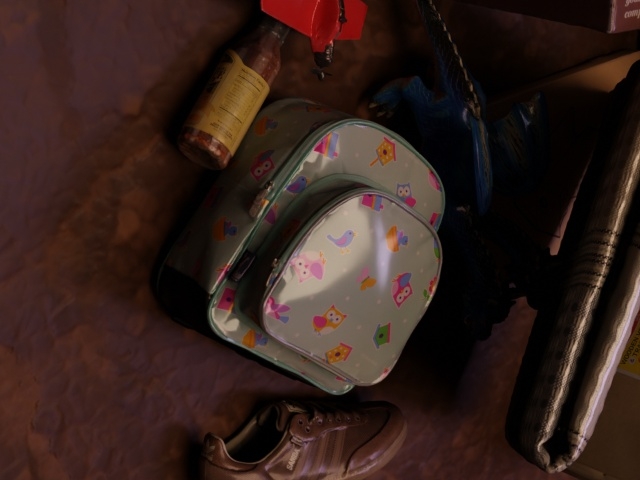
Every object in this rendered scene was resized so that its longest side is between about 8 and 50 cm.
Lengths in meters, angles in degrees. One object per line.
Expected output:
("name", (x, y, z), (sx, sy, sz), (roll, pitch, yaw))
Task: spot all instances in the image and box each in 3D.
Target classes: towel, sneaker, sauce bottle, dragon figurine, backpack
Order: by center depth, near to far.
("sauce bottle", (-0.054, -0.110, 1.191), (0.042, 0.042, 0.128), (46, 63, -41))
("backpack", (0.000, 0.000, 1.211), (0.166, 0.144, 0.188), (31, 80, -38))
("dragon figurine", (0.114, -0.071, 1.275), (0.085, 0.144, 0.289), (-24, 126, -36))
("towel", (0.213, 0.014, 1.297), (0.312, 0.056, 0.324), (58, 50, -85))
("sneaker", (-0.009, 0.150, 1.303), (0.188, 0.066, 0.071), (-23, 118, -35))

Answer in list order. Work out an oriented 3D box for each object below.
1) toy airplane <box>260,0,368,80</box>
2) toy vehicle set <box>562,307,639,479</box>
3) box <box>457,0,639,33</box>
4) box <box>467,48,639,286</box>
("toy airplane", (0.007, -0.187, 1.210), (0.151, 0.028, 0.151), (-9, 100, -62))
("toy vehicle set", (0.301, 0.095, 1.493), (0.035, 0.166, 0.267), (39, 78, -42))
("box", (0.192, -0.255, 1.252), (0.168, 0.203, 0.167), (-14, 114, -38))
("box", (0.197, -0.059, 1.449), (0.201, 0.021, 0.164), (-22, 118, -36))
